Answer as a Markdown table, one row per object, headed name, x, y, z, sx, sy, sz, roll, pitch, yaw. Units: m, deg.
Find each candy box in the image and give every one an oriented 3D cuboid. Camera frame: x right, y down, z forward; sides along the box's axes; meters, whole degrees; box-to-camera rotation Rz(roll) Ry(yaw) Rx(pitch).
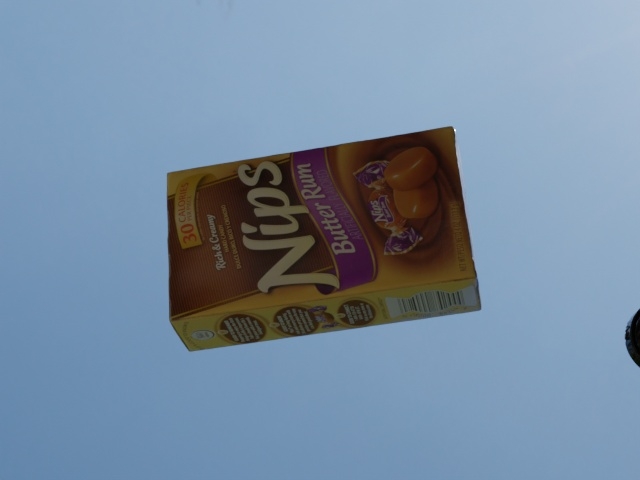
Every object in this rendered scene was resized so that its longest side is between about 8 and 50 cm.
| name | x | y | z | sx | sy | sz | roll | pitch | yaw |
| --- | --- | --- | --- | --- | --- | --- | --- | --- | --- |
| candy box | 0.000 | 0.000 | 0.846 | 0.186 | 0.053 | 0.109 | -10 | -120 | 7 |

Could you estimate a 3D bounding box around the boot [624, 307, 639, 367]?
| name | x | y | z | sx | sy | sz | roll | pitch | yaw |
| --- | --- | --- | --- | --- | --- | --- | --- | --- | --- |
| boot | 0.280 | 0.037 | 0.989 | 0.045 | 0.099 | 0.121 | 47 | -134 | 4 |
